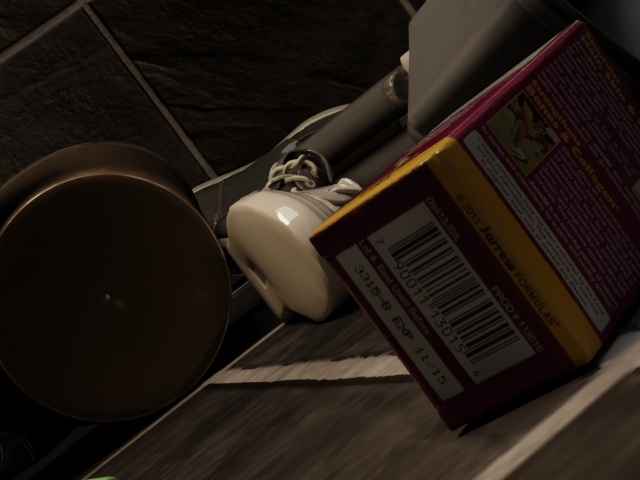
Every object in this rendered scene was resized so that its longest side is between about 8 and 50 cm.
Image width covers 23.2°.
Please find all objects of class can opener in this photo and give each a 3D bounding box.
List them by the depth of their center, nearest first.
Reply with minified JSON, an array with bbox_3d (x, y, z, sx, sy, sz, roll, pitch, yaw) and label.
[{"bbox_3d":[0.056,-0.084,1.103,0.093,0.074,0.280,-40,5,-34],"label":"can opener"}]

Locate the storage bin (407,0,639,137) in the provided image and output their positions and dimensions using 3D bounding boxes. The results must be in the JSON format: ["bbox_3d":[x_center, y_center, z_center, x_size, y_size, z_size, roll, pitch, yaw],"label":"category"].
[{"bbox_3d":[0.081,-0.093,0.684,0.091,0.098,0.135,-46,19,26],"label":"storage bin"}]

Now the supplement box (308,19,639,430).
[{"bbox_3d":[0.044,-0.006,0.349,0.043,0.055,0.083,-34,4,40],"label":"supplement box"}]

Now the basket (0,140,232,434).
[{"bbox_3d":[-0.134,0.031,0.892,0.204,0.154,0.227,-54,11,-7],"label":"basket"}]

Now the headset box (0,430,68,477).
[{"bbox_3d":[-0.280,0.109,1.213,0.283,0.131,0.246,-27,7,27],"label":"headset box"}]

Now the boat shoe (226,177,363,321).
[{"bbox_3d":[0.000,0.000,0.723,0.063,0.066,0.184,-38,-6,-9],"label":"boat shoe"}]

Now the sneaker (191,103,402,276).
[{"bbox_3d":[-0.018,-0.036,1.349,0.222,0.083,0.118,-30,23,1],"label":"sneaker"}]

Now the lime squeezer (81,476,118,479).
[{"bbox_3d":[-0.196,0.151,0.644,0.310,0.059,0.110,-35,4,16],"label":"lime squeezer"}]

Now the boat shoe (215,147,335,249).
[{"bbox_3d":[-0.028,-0.028,1.049,0.075,0.065,0.206,6,7,7],"label":"boat shoe"}]
